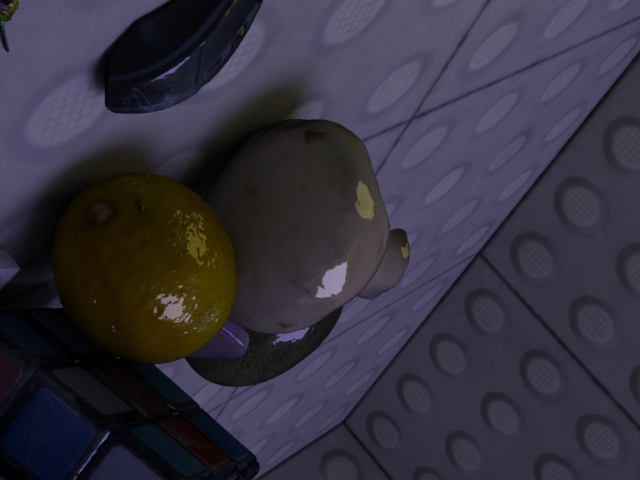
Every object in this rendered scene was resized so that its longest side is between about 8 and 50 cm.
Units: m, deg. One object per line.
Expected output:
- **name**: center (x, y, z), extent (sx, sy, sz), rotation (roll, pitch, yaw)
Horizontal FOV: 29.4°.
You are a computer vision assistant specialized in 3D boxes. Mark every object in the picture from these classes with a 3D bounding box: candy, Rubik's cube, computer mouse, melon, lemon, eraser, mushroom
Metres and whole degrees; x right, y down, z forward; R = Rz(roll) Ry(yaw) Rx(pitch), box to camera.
- **candy**: center (-0.293, -0.200, 1.121), extent (0.035, 0.035, 0.123), rotation (8, 161, -9)
- **Rubik's cube**: center (-0.341, 0.319, 1.543), extent (0.362, 0.363, 0.359), rotation (-50, 168, 3)
- **computer mouse**: center (-0.142, -0.210, 1.357), extent (0.231, 0.071, 0.126), rotation (-37, 164, -16)
- **melon**: center (-0.103, 0.102, 1.979), extent (0.302, 0.237, 0.237), rotation (-42, 165, 16)
- **lemon**: center (-0.219, 0.036, 1.534), extent (0.236, 0.236, 0.263), rotation (-43, 163, 8)
- **eraser**: center (-0.217, 0.102, 1.776), extent (0.204, 0.243, 0.059), rotation (120, -10, -51)
- **mushroom**: center (0.000, 0.000, 1.743), extent (0.336, 0.314, 0.314), rotation (24, 117, -43)

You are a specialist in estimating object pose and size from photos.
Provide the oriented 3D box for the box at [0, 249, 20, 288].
- **box**: center (-0.431, 0.047, 1.427), extent (0.084, 0.040, 0.154), rotation (-46, 162, 14)
